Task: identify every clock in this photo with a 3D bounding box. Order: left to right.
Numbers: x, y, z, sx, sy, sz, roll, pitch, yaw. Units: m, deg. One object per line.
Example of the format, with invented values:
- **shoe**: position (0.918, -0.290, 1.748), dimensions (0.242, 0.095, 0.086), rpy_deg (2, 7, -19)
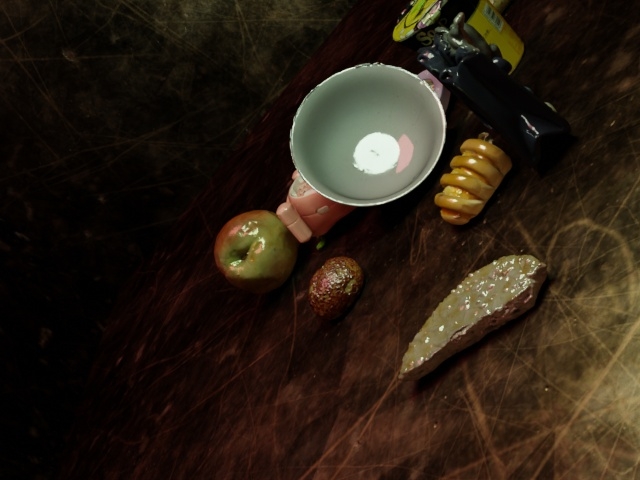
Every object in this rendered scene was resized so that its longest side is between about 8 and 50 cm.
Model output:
- **clock**: position (0.039, -0.124, 2.007), dimensions (0.241, 0.142, 0.227), rpy_deg (-29, 24, 29)
- **clock**: position (0.241, -0.302, 1.922), dimensions (0.198, 0.064, 0.172), rpy_deg (-52, 34, 9)

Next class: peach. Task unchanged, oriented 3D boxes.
- **peach**: position (-0.148, 0.026, 2.098), dimensions (0.214, 0.214, 0.235), rpy_deg (-41, -14, 33)

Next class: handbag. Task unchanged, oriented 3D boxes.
- **handbag**: position (0.288, -0.281, 1.443), dimensions (0.118, 0.269, 0.326), rpy_deg (-48, 19, 12)

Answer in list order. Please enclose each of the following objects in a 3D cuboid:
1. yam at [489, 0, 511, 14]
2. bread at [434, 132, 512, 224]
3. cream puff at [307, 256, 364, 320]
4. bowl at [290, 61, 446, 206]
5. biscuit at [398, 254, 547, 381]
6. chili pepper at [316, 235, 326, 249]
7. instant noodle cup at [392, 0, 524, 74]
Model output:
- **yam**: position (0.486, -0.663, 1.986), dimensions (0.317, 0.067, 0.071), rpy_deg (-53, 32, 4)
- **bread**: position (0.272, -0.112, 1.478), dimensions (0.177, 0.084, 0.119), rpy_deg (-58, 18, -2)
- **cream puff**: position (0.024, 0.094, 1.706), dimensions (0.149, 0.084, 0.149), rpy_deg (-45, 18, 19)
- **bowl**: position (0.115, -0.206, 1.821), dimensions (0.346, 0.345, 0.157), rpy_deg (-57, -23, -11)
- **biscuit**: position (0.232, 0.103, 1.248), dimensions (0.290, 0.038, 0.141), rpy_deg (-41, 21, 29)
- **chili pepper**: position (0.001, 0.001, 2.042), dimensions (0.030, 0.017, 0.083), rpy_deg (-50, 15, 11)
- **instant noodle cup**: position (0.306, -0.442, 1.748), dimensions (0.215, 0.236, 0.216), rpy_deg (-46, 19, 22)
